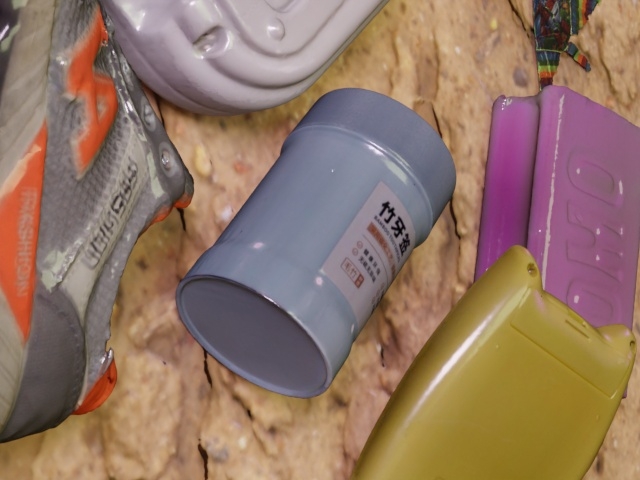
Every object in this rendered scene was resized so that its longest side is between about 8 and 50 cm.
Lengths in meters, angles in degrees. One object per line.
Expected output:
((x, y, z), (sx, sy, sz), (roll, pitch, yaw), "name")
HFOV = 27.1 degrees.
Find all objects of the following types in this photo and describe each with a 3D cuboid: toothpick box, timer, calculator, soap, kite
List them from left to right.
((-0.052, -0.213, 0.730), (0.262, 0.087, 0.237), (54, 53, -23), "timer")
((0.000, 0.000, 0.749), (0.101, 0.101, 0.153), (52, 55, -27), "toothpick box")
((0.106, 0.131, 0.832), (0.157, 0.033, 0.236), (34, 87, -30), "calculator")
((0.181, -0.157, 1.003), (0.090, 0.004, 0.122), (46, 57, -31), "kite")
((0.169, 0.005, 0.933), (0.122, 0.065, 0.203), (19, 74, -41), "soap")

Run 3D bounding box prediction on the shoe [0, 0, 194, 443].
((-0.123, -0.062, 0.619), (0.171, 0.132, 0.336), (7, 88, -52), "shoe")
